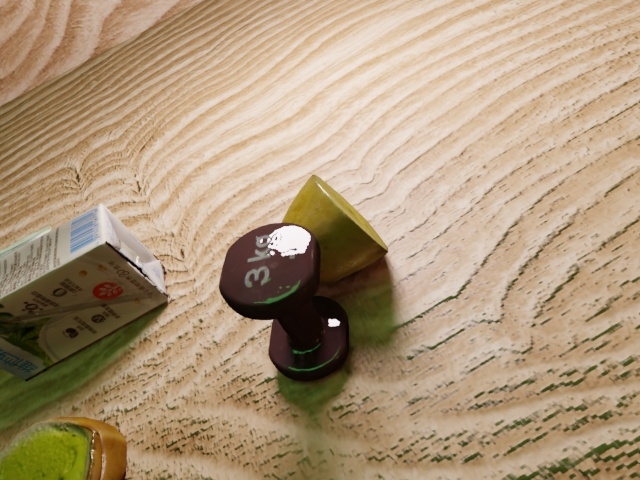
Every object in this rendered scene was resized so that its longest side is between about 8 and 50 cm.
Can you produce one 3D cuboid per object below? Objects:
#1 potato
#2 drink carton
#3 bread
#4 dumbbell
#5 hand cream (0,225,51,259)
[{"bbox_3d":[0.000,0.000,0.700,0.158,0.178,0.203,-43,34,13],"label":"potato"},{"bbox_3d":[-0.479,0.097,0.782,0.324,0.194,0.132,-30,45,-3],"label":"drink carton"},{"bbox_3d":[-0.401,0.369,0.607,0.236,0.070,0.236,-12,48,14],"label":"bread"},{"bbox_3d":[-0.039,0.092,0.584,0.124,0.225,0.140,-8,47,13],"label":"dumbbell"},{"bbox_3d":[-0.693,0.080,0.956,0.147,0.093,0.306,-30,45,-6],"label":"hand cream"}]
